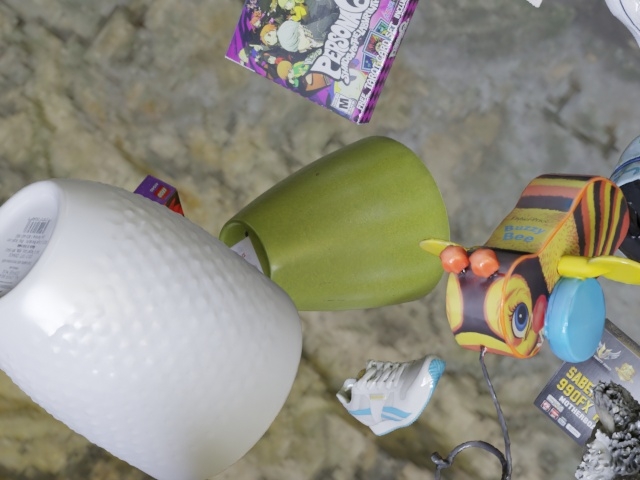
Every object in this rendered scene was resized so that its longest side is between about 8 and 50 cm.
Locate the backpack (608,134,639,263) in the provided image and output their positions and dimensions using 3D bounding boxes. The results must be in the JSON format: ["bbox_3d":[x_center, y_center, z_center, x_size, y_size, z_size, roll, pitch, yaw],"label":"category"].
[{"bbox_3d":[0.621,-0.028,2.125,0.355,0.273,0.290,18,153,-1],"label":"backpack"}]

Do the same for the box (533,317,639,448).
[{"bbox_3d":[0.486,0.268,2.145,0.231,0.183,0.056,43,-156,21],"label":"box"}]

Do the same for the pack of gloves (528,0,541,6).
[{"bbox_3d":[0.271,-0.466,1.856,0.195,0.232,0.046,38,-143,13],"label":"pack of gloves"}]

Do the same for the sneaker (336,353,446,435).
[{"bbox_3d":[0.101,0.215,1.936,0.092,0.087,0.228,37,145,-7],"label":"sneaker"}]

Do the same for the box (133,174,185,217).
[{"bbox_3d":[-0.300,0.072,1.949,0.057,0.293,0.201,28,154,20],"label":"box"}]

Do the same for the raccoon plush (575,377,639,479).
[{"bbox_3d":[0.449,0.300,1.432,0.446,0.299,0.216,-6,153,45],"label":"raccoon plush"}]

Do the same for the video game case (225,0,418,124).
[{"bbox_3d":[0.010,-0.293,1.677,0.210,0.232,0.042,29,-161,19],"label":"video game case"}]

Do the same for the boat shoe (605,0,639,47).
[{"bbox_3d":[0.478,-0.334,1.920,0.075,0.083,0.226,-12,133,40],"label":"boat shoe"}]

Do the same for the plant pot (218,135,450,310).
[{"bbox_3d":[0.000,0.000,2.053,0.293,0.275,0.275,-17,-137,-37],"label":"plant pot"}]

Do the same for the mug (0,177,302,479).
[{"bbox_3d":[-0.254,0.075,1.556,0.328,0.276,0.374,39,171,-36],"label":"mug"}]

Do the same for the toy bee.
[{"bbox_3d":[0.163,0.036,1.041,0.298,0.195,0.162,-79,-30,-43],"label":"toy bee"}]
